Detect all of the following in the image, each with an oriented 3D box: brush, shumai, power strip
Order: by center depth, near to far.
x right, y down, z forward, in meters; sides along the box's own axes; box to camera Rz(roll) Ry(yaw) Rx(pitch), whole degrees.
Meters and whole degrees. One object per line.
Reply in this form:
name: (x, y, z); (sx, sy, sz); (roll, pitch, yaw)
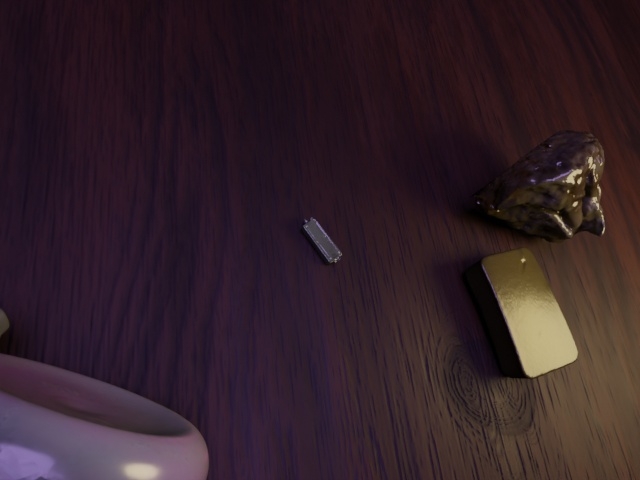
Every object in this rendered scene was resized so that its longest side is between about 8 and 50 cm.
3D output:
power strip: (0.000, 0.000, 0.653); (0.027, 0.017, 0.083); (-33, 83, -28)
brush: (0.323, 0.116, 0.696); (0.123, 0.059, 0.197); (-9, 73, -26)
shumai: (0.406, -0.071, 0.729); (0.218, 0.184, 0.185); (-30, 79, -40)

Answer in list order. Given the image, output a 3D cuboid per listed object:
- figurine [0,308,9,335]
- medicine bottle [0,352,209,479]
figurine: (-0.484, 0.106, 0.357); (0.343, 0.167, 0.285); (-30, 72, -7)
medicine bottle: (-0.257, 0.272, 0.316); (0.256, 0.256, 0.324); (23, 71, -9)
